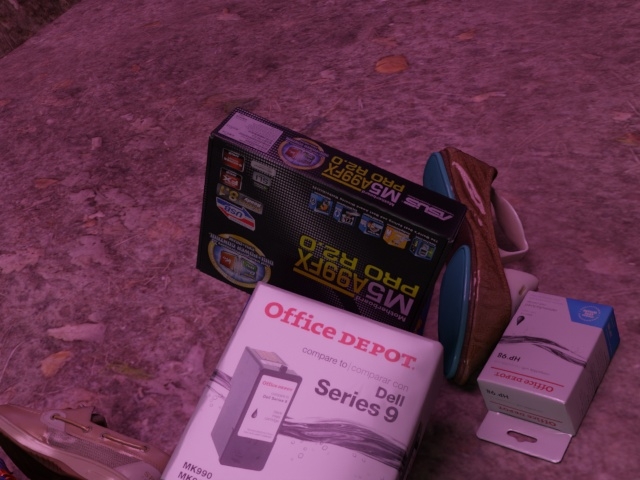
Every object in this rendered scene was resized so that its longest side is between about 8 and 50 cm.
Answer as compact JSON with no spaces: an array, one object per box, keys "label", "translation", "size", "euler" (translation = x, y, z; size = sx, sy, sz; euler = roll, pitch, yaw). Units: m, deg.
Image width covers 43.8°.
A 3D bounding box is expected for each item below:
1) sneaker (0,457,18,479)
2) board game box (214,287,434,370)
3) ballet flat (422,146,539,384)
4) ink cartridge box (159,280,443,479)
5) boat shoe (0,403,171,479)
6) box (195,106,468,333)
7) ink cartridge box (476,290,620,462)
[{"label":"sneaker","translation":[-0.431,0.320,1.035],"size":[0.221,0.083,0.087],"euler":[-3,44,25]},{"label":"board game box","translation":[0.012,0.111,1.050],"size":[0.234,0.078,0.347],"euler":[-4,40,26]},{"label":"ballet flat","translation":[0.207,0.024,1.012],"size":[0.124,0.116,0.342],"euler":[7,51,-10]},{"label":"ink cartridge box","translation":[-0.022,0.211,0.791],"size":[0.211,0.121,0.289],"euler":[18,67,16]},{"label":"boat shoe","translation":[-0.314,0.267,1.023],"size":[0.302,0.109,0.098],"euler":[12,43,34]},{"label":"box","translation":[0.000,0.000,0.874],"size":[0.270,0.216,0.060],"euler":[25,46,9]},{"label":"ink cartridge box","translation":[0.248,0.145,0.883],"size":[0.104,0.060,0.180],"euler":[10,48,38]}]
